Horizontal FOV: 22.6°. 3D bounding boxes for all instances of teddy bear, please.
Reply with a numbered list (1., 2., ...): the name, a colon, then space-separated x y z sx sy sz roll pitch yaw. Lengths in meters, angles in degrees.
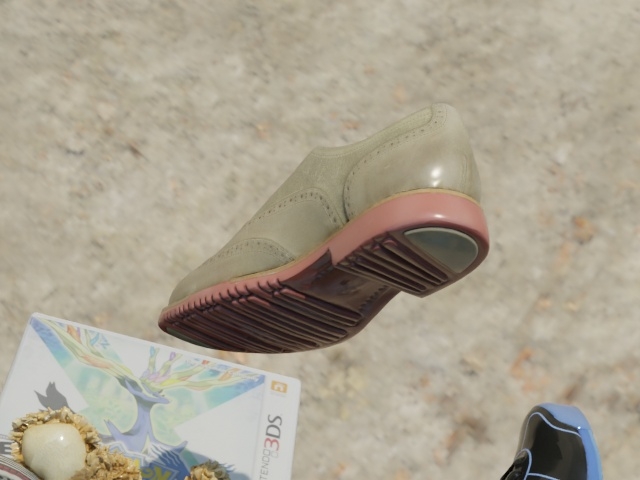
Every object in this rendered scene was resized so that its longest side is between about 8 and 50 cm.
1. teddy bear: -0.204 0.280 1.519 0.338 0.113 0.245 28 104 -29

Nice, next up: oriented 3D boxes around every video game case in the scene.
1. video game case: -0.190 0.212 1.754 0.329 0.300 0.036 14 122 -5

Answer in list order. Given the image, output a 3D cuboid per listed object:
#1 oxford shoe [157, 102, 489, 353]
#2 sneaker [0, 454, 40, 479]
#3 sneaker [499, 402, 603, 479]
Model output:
1. oxford shoe: 0.000 0.000 1.296 0.123 0.348 0.130 26 54 -39
2. sneaker: -0.141 0.120 0.439 0.299 0.112 0.121 -13 104 -74
3. sneaker: 0.145 0.200 1.123 0.090 0.232 0.081 13 130 -9
